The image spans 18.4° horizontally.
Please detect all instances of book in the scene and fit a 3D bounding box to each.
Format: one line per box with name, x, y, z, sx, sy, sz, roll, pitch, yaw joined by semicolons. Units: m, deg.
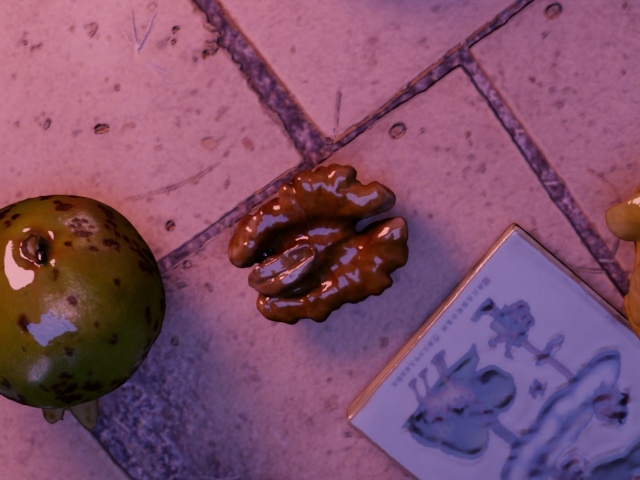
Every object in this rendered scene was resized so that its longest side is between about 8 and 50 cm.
book;0.244;0.197;1.945;0.371;0.043;0.260;40;99;-5

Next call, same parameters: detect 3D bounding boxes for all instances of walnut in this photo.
walnut;0.000;0.000;1.901;0.170;0.069;0.143;-25;100;8

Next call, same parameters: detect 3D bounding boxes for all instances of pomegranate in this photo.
pomegranate;-0.251;0.074;1.875;0.211;0.211;0.263;3;142;1

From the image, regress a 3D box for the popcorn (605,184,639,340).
popcorn;0.406;0.004;1.819;0.286;0.215;0.252;-33;104;11
